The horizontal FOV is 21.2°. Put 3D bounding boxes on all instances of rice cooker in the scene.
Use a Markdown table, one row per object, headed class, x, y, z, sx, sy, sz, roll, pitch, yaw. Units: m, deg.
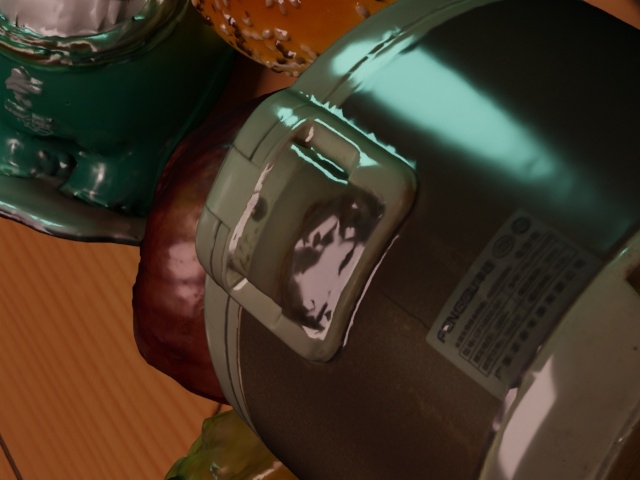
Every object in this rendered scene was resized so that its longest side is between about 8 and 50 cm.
| class | x | y | z | sx | sy | sz | roll | pitch | yaw |
| --- | --- | --- | --- | --- | --- | --- | --- | --- | --- |
| rice cooker | 0.116 | 0.042 | 0.910 | 0.325 | 0.335 | 0.335 | 38 | 127 | 42 |

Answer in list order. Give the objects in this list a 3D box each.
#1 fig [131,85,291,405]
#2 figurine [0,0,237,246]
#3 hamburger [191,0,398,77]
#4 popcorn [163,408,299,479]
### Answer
| class | x | y | z | sx | sy | sz | roll | pitch | yaw |
| --- | --- | --- | --- | --- | --- | --- | --- | --- | --- |
| fig | -0.012 | -0.003 | 1.161 | 0.224 | 0.263 | 0.224 | 57 | -178 | -3 |
| figurine | -0.168 | -0.185 | 1.369 | 0.323 | 0.231 | 0.340 | 22 | 108 | 23 |
| hamburger | 0.003 | -0.250 | 1.137 | 0.300 | 0.176 | 0.300 | 13 | 107 | 51 |
| popcorn | -0.015 | 0.191 | 1.239 | 0.233 | 0.192 | 0.266 | -21 | 55 | 56 |
